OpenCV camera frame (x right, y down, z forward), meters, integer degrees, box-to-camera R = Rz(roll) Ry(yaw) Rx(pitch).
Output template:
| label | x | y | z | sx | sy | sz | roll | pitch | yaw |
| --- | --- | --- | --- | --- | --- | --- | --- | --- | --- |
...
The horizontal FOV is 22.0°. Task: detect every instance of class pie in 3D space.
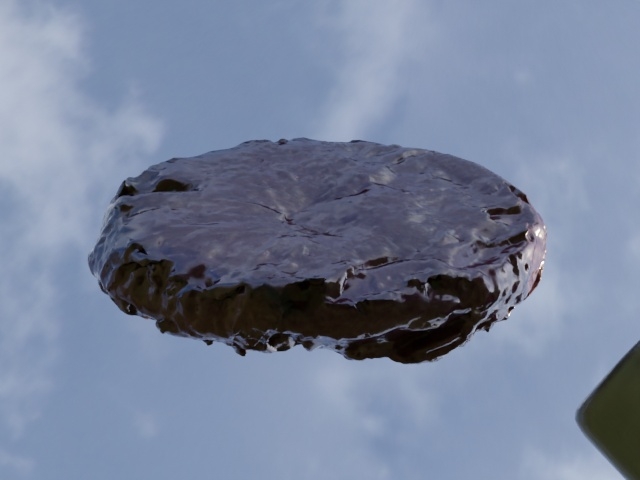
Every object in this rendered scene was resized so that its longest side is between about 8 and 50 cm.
| label | x | y | z | sx | sy | sz | roll | pitch | yaw |
| --- | --- | --- | --- | --- | --- | --- | --- | --- | --- |
| pie | 0.000 | 0.000 | 0.553 | 0.154 | 0.154 | 0.036 | 4 | -67 | 5 |

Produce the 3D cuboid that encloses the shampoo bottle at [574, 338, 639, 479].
| label | x | y | z | sx | sy | sz | roll | pitch | yaw |
| --- | --- | --- | --- | --- | --- | --- | --- | --- | --- |
| shampoo bottle | 0.185 | 0.107 | 0.497 | 0.086 | 0.056 | 0.227 | -46 | -107 | 5 |
